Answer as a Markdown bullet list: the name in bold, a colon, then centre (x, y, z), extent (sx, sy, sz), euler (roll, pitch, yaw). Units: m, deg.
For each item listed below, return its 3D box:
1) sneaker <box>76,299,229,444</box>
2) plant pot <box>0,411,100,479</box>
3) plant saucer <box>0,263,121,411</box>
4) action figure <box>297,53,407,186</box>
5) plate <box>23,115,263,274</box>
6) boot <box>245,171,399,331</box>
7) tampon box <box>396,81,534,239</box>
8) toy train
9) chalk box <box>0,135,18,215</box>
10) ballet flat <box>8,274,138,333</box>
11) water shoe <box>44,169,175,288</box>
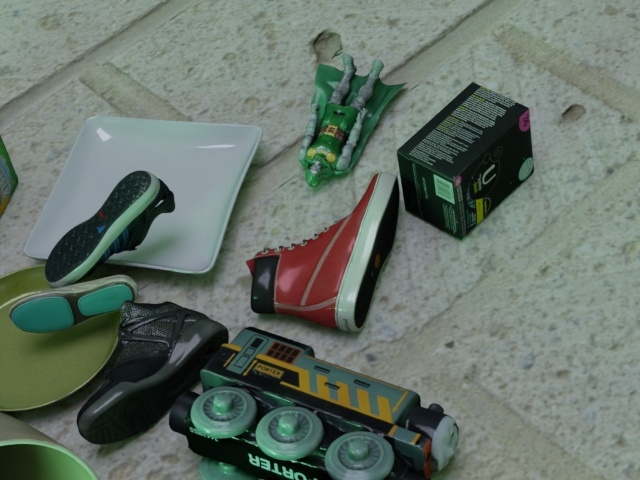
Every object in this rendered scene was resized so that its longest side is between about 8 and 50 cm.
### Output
- **sneaker**: centre (-0.234, 0.157, 1.813), extent (0.130, 0.087, 0.227), euler (29, 57, 31)
- **plant pot**: centre (-0.414, 0.288, 1.652), extent (0.256, 0.256, 0.274), euler (-35, 34, -19)
- **plant saucer**: centre (-0.372, 0.133, 1.896), extent (0.241, 0.037, 0.241), euler (-6, 47, 6)
- **action figure**: centre (0.026, -0.166, 2.071), extent (0.137, 0.063, 0.232), euler (11, 55, 16)
- **plate**: centre (-0.241, -0.059, 2.036), extent (0.277, 0.045, 0.278), euler (5, 50, 15)
- **boot**: centre (0.000, 0.000, 1.909), extent (0.176, 0.088, 0.244), euler (9, 54, 21)
- **tampon box**: centre (0.195, -0.106, 1.937), extent (0.101, 0.120, 0.161), euler (31, 61, 33)
- **toy train**: centre (-0.006, 0.218, 1.685), extent (0.334, 0.142, 0.190), euler (16, 44, 24)
- **chalk box**: centre (-0.522, -0.093, 2.066), extent (0.132, 0.132, 0.213), euler (5, 51, 17)
- **ballet flat**: centre (-0.317, 0.081, 1.881), extent (0.168, 0.057, 0.052), euler (-11, 19, -3)
- **water shoe**: centre (-0.273, 0.000, 1.917), extent (0.203, 0.080, 0.073), euler (-44, 47, 7)
